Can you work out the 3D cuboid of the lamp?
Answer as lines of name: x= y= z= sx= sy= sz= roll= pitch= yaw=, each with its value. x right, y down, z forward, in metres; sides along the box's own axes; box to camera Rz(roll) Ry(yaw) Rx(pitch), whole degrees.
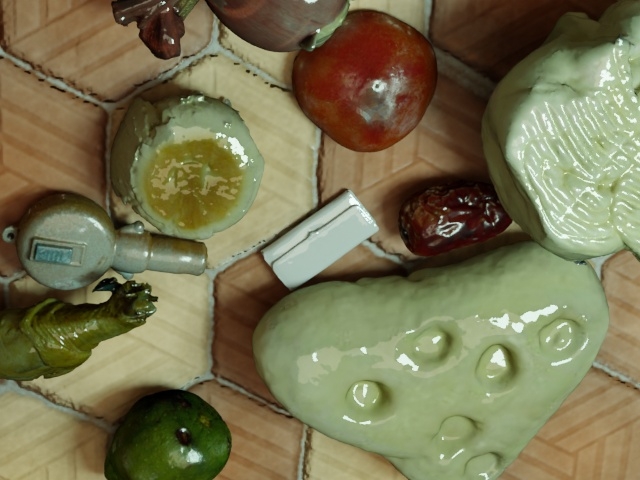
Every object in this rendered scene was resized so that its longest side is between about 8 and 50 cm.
lamp: x=-0.067 y=-0.259 z=1.761 sx=0.223 sy=0.151 sz=0.215 roll=26 pitch=125 yaw=-15

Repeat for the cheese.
cheese: x=0.135 y=0.102 z=1.995 sx=0.351 sy=0.129 sz=0.328 roll=34 pitch=110 yaw=-26

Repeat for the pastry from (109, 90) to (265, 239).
pastry: x=-0.138 y=-0.079 z=1.877 sx=0.166 sy=0.088 sz=0.166 roll=-4 pitch=115 yaw=-8

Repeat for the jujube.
jujube: x=0.149 y=-0.026 z=1.961 sx=0.129 sy=0.077 sz=0.077 roll=-12 pitch=119 yaw=-11

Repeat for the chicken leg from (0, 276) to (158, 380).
chicken leg: x=-0.269 y=0.095 z=1.931 sx=0.228 sy=0.088 sz=0.103 roll=-19 pitch=150 yaw=10

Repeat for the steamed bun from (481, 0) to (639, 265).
steamed bun: x=0.306 y=-0.109 z=1.873 sx=0.320 sy=0.206 sz=0.275 roll=24 pitch=96 yaw=-20

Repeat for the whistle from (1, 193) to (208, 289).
whistle: x=-0.230 y=0.009 z=1.925 sx=0.220 sy=0.057 sz=0.107 roll=8 pitch=117 yaw=-16

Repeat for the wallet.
wallet: x=0.000 y=0.000 z=1.978 sx=0.122 sy=0.025 sz=0.061 roll=-35 pitch=111 yaw=10

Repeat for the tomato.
tomato: x=0.054 y=-0.158 z=1.877 sx=0.156 sy=0.069 sz=0.155 roll=-4 pitch=118 yaw=-8

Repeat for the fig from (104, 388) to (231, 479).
fig: x=-0.182 y=0.241 z=2.025 sx=0.123 sy=0.123 sz=0.156 roll=35 pitch=119 yaw=-24
